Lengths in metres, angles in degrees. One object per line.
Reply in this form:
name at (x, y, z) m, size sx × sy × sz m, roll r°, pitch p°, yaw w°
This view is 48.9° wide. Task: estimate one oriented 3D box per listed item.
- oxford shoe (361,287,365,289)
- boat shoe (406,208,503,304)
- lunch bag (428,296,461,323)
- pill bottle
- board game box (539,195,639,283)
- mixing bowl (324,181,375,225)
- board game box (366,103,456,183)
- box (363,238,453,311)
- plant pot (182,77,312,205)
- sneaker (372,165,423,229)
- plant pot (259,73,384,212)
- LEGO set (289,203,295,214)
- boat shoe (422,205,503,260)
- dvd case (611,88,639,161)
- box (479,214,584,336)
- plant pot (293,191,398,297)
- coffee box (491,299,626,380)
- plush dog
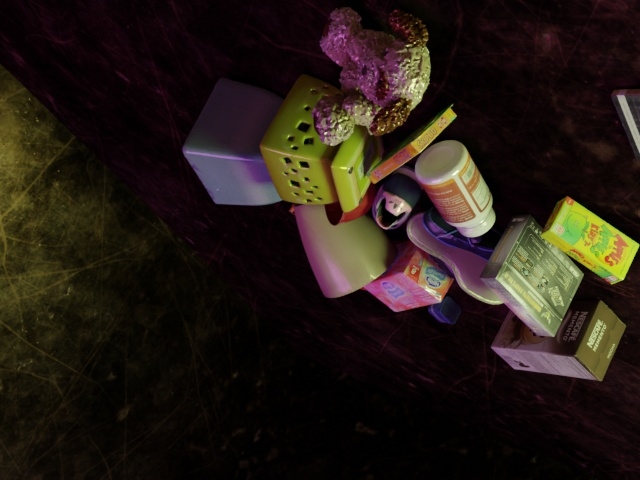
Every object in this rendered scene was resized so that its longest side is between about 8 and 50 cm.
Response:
oxford shoe at (0.192, 0.135, 2.313) m, size 0.271 × 0.097 × 0.098 m, roll 14°, pitch 166°, yaw 30°
boat shoe at (0.358, 0.034, 1.827) m, size 0.340 × 0.127 × 0.113 m, roll 33°, pitch -164°, yaw -10°
lunch bag at (0.398, 0.223, 2.259) m, size 0.098 × 0.067 × 0.065 m, roll 43°, pitch 159°, yaw -29°
pill bottle at (0.304, -0.107, 1.551) m, size 0.121 × 0.121 × 0.216 m, roll 13°, pitch 151°, yaw 45°
board game box at (0.555, -0.001, 1.453) m, size 0.181 × 0.092 × 0.043 m, roll 34°, pitch 159°, yaw 0°
mixing bowl at (0.082, -0.127, 1.830) m, size 0.098 × 0.181 × 0.181 m, roll 1°, pitch 168°, yaw -18°
board game box at (0.193, -0.202, 1.496) m, size 0.039 × 0.124 × 0.259 m, roll 46°, pitch 159°, yaw -2°
box at (0.264, 0.098, 2.050) m, size 0.142 × 0.154 × 0.300 m, roll 37°, pitch 161°, yaw -9°
plant pot at (-0.157, -0.239, 1.814) m, size 0.252 × 0.248 × 0.247 m, roll 11°, pitch 153°, yaw 22°
sneaker at (0.172, -0.077, 1.812) m, size 0.112 × 0.131 × 0.319 m, roll 32°, pitch 161°, yaw 6°
plant pot at (0.018, -0.210, 1.620) m, size 0.207 × 0.228 × 0.227 m, roll 19°, pitch 156°, yaw 20°
LEGO set at (0.000, 0.000, 2.298) m, size 0.132 × 0.107 × 0.287 m, roll 8°, pitch 148°, yaw 51°
boat shoe at (0.375, -0.026, 1.701) m, size 0.258 × 0.109 × 0.089 m, roll 20°, pitch 155°, yaw -10°
dvd case at (0.587, -0.176, 1.103) m, size 0.221 × 0.018 × 0.164 m, roll 10°, pitch 151°, yaw 47°
box at (0.489, 0.082, 1.617) m, size 0.231 × 0.183 × 0.056 m, roll 41°, pitch 159°, yaw -22°
plant pot at (0.048, -0.021, 2.033) m, size 0.274 × 0.256 × 0.256 m, roll 58°, pitch 154°, yaw -14°
coffee box at (0.615, 0.252, 1.842) m, size 0.119 × 0.168 × 0.297 m, roll 41°, pitch 158°, yaw -20°
plush dog at (0.119, -0.298, 1.310) m, size 0.210 × 0.262 × 0.225 m, roll 6°, pitch -176°, yaw -27°
